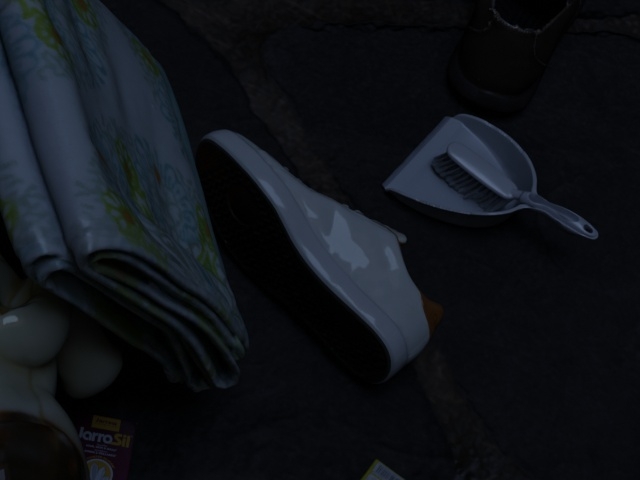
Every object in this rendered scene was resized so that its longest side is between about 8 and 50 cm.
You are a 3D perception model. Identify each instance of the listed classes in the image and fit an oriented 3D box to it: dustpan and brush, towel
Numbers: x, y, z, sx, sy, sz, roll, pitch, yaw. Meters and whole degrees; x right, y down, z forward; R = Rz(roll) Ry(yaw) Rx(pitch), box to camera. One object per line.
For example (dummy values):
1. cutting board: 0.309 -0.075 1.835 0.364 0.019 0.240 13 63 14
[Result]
1. dustpan and brush: 0.190 -0.051 1.457 0.211 0.060 0.147 36 54 10
2. towel: -0.180 -0.080 1.144 0.090 0.320 0.374 -26 63 6

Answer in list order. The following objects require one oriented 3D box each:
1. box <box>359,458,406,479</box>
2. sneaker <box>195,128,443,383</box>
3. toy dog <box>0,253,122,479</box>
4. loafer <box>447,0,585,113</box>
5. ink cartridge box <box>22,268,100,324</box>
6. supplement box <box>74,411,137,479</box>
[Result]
1. box: 0.038 0.285 1.196 0.105 0.043 0.179 36 52 9
2. sneaker: 0.000 0.000 1.352 0.290 0.106 0.123 50 51 7
3. toy dog: -0.304 0.089 1.018 0.285 0.395 0.408 -34 70 8
4. loafer: 0.255 -0.303 1.605 0.134 0.130 0.366 21 53 -2
5. ink cartridge box: -0.220 0.014 1.292 0.104 0.061 0.181 -1 56 -18
6. supplement box: -0.189 0.194 1.190 0.055 0.043 0.083 11 54 -8
